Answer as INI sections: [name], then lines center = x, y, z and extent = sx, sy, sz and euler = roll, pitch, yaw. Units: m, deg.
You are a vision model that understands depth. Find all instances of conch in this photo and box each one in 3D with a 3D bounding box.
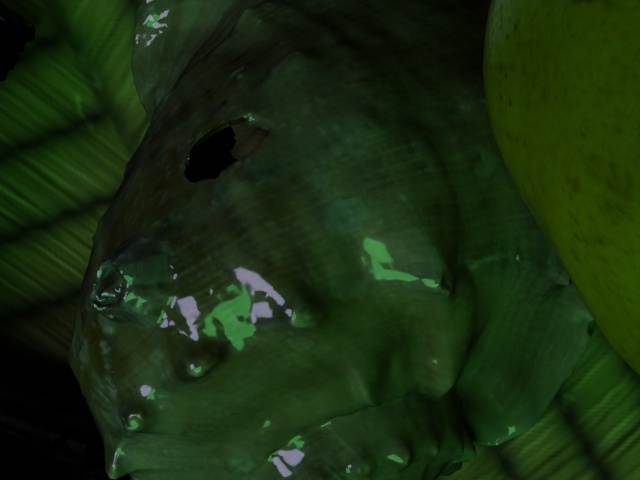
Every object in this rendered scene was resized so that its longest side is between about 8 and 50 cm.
[conch]
center = -0.001, 0.003, 0.856
extent = 0.263, 0.186, 0.324
euler = -20, 92, 12

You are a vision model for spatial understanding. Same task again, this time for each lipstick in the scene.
[lipstick]
center = -0.141, 0.126, 1.105
extent = 0.299, 0.081, 0.081
euler = 26, 128, 1

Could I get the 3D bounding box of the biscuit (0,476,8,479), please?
[biscuit]
center = -0.218, 0.247, 1.234
extent = 0.376, 0.051, 0.269
euler = 14, 125, 9

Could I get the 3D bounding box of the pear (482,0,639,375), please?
[pear]
center = 0.205, -0.076, 0.726
extent = 0.294, 0.294, 0.294
euler = 10, 126, 14

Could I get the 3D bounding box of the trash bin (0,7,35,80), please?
[trash bin]
center = -0.268, -0.048, 0.990
extent = 0.162, 0.184, 0.234
euler = 35, 115, -10
